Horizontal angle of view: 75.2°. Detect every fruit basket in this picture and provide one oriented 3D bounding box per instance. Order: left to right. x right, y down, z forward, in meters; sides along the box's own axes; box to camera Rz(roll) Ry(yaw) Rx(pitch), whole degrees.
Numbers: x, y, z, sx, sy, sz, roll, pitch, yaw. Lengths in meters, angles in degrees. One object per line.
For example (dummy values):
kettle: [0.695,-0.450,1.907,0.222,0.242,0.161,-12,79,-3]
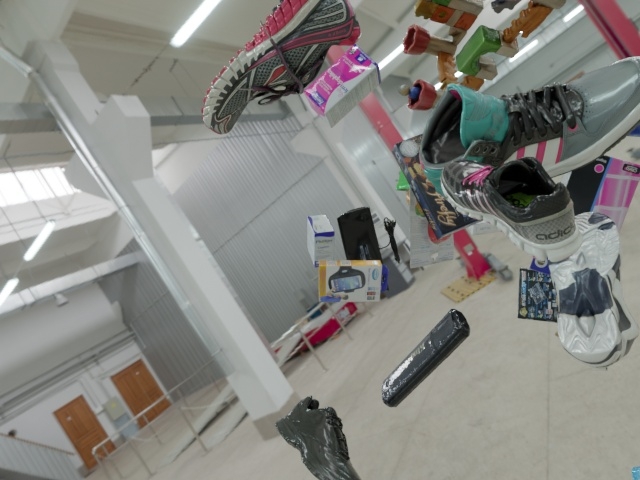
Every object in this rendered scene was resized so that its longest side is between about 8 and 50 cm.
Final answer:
fruit basket: [0.352,-0.100,1.346,0.165,0.353,0.327,7,8,39]

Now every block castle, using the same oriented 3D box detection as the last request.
block castle: [0.368,-0.577,1.069,0.212,0.303,0.453,7,-22,-16]

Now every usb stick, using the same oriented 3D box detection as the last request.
usb stick: [0.219,0.258,0.895,0.278,0.045,0.077,-57,16,28]

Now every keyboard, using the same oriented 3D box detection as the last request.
keyboard: [0.187,0.034,1.475,0.201,0.317,0.033,-14,10,1]

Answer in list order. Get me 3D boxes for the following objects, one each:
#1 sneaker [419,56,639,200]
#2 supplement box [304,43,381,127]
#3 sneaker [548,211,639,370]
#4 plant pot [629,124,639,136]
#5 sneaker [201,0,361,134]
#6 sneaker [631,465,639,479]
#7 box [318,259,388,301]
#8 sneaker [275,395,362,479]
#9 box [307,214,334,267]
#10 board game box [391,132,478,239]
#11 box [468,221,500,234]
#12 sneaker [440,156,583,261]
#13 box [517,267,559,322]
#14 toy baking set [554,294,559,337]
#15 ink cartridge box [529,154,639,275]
sneaker: [0.246,-0.156,0.535,0.178,0.124,0.295,20,-40,-37]
supplement box: [0.071,-0.484,1.312,0.220,0.111,0.114,-43,-14,4]
sneaker: [0.415,0.086,0.629,0.094,0.153,0.235,-12,52,34]
plant pot: [0.760,-0.336,0.834,0.236,0.212,0.236,12,33,29]
sneaker: [-0.074,-0.262,0.646,0.299,0.112,0.121,-34,21,29]
sneaker: [0.717,0.438,0.769,0.127,0.319,0.208,-14,23,-42]
box: [0.064,0.079,0.806,0.136,0.081,0.028,0,23,0]
sneaker: [0.010,0.455,0.942,0.130,0.109,0.286,-47,38,-15]
box: [0.000,0.000,1.428,0.072,0.137,0.126,-7,32,-11]
board game box: [0.295,-0.143,0.970,0.165,0.243,0.042,-22,-14,-8]
box: [0.726,-0.132,1.787,0.232,0.058,0.322,-7,30,6]
sneaker: [0.176,-0.053,0.402,0.063,0.075,0.170,-28,38,-4]
box: [0.936,0.231,1.761,0.175,0.220,0.051,2,-3,28]
toy baking set: [0.985,0.323,1.562,0.197,0.256,0.030,-55,-19,-10]
ink cartridge box: [0.761,-0.062,1.197,0.069,0.175,0.371,-10,-61,-78]
